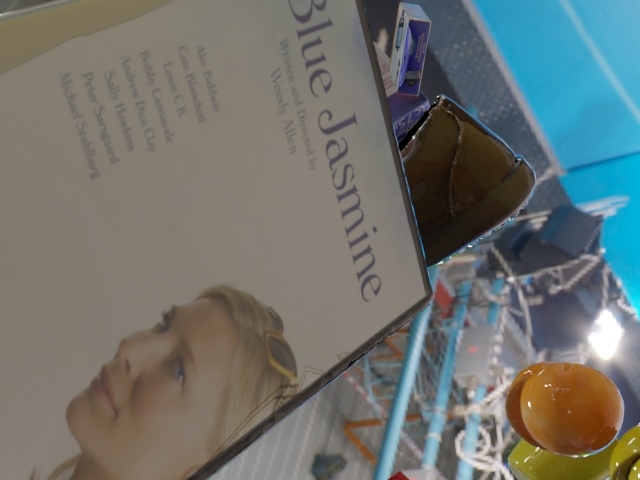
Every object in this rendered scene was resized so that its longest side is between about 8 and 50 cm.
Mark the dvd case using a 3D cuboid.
[{"bbox_3d":[-0.050,-0.005,0.353,0.253,0.022,0.180,-32,-67,-44],"label":"dvd case"}]

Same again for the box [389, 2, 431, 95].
[{"bbox_3d":[0.098,-0.212,1.047,0.136,0.028,0.081,-95,13,-67],"label":"box"}]

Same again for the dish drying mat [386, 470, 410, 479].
[{"bbox_3d":[0.085,0.229,0.786,0.032,0.008,0.083,-27,-119,-37],"label":"dish drying mat"}]

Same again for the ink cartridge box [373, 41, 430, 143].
[{"bbox_3d":[0.027,-0.206,1.382,0.311,0.186,0.065,53,173,28],"label":"ink cartridge box"}]

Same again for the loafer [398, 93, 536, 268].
[{"bbox_3d":[0.000,0.000,0.817,0.130,0.366,0.134,56,-177,-8],"label":"loafer"}]

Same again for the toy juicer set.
[{"bbox_3d":[0.241,0.173,0.537,0.089,0.329,0.209,-41,-37,-11],"label":"toy juicer set"}]
